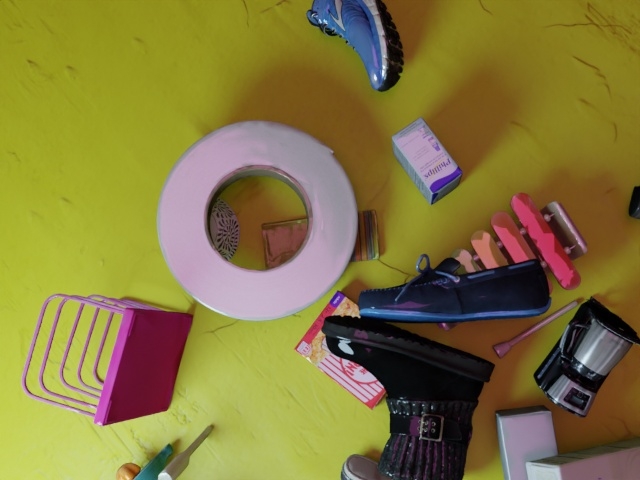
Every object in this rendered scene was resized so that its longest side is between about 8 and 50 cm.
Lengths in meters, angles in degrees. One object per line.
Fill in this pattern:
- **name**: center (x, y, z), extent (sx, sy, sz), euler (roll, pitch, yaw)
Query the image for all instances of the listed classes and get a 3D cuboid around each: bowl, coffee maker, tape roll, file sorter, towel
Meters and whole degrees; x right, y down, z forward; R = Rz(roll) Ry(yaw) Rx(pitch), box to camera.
- **bowl**: center (-0.255, -0.019, 1.573), extent (0.170, 0.080, 0.170), euler (-1, 82, 8)
- **coffee maker**: center (0.485, 0.213, 1.416), extent (0.120, 0.171, 0.178), euler (35, 107, 17)
- **tape roll**: center (-0.118, -0.038, 1.502), extent (0.391, 0.072, 0.392), euler (0, 83, -3)
- **file sorter**: center (-0.397, 0.211, 1.464), extent (0.182, 0.290, 0.202), euler (14, 86, 12)
- **towel**: center (0.000, 0.000, 1.564), extent (0.237, 0.021, 0.102), euler (-7, 82, 8)

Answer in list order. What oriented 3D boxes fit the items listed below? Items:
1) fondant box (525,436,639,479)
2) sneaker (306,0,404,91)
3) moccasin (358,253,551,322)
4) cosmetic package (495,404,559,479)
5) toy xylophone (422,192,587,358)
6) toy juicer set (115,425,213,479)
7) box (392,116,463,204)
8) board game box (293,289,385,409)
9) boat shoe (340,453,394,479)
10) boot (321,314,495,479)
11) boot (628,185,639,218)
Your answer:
- **fondant box**: center (0.527, 0.472, 1.321), extent (0.330, 0.096, 0.239), euler (-5, 82, -22)
- **sneaker**: center (0.062, -0.442, 1.569), extent (0.147, 0.129, 0.330), euler (-25, 77, 19)
- **moccasin**: center (0.235, 0.087, 1.396), extent (0.341, 0.138, 0.117), euler (-2, 79, -6)
- **cosmetic package**: center (0.384, 0.425, 1.406), extent (0.107, 0.127, 0.238), euler (-6, 85, 8)
- **toy xylophone**: center (0.358, 0.074, 1.472), extent (0.322, 0.081, 0.236), euler (-38, 80, 3)
- **toy juicer set**: center (-0.359, 0.471, 1.467), extent (0.329, 0.209, 0.089), euler (-44, 88, 2)
- **box**: center (0.205, -0.151, 1.498), extent (0.072, 0.126, 0.137), euler (-34, 80, 2)
- **board game box**: center (0.069, 0.213, 1.516), extent (0.193, 0.045, 0.147), euler (36, 89, 10)
- **boat shoe**: center (0.131, 0.483, 1.481), extent (0.206, 0.075, 0.065), euler (29, 131, 5)
- **boot**: center (0.134, 0.299, 1.413), extent (0.347, 0.131, 0.260), euler (20, 92, -7)
- **boot**: center (0.721, -0.107, 1.447), extent (0.228, 0.091, 0.263), euler (21, 91, 5)
